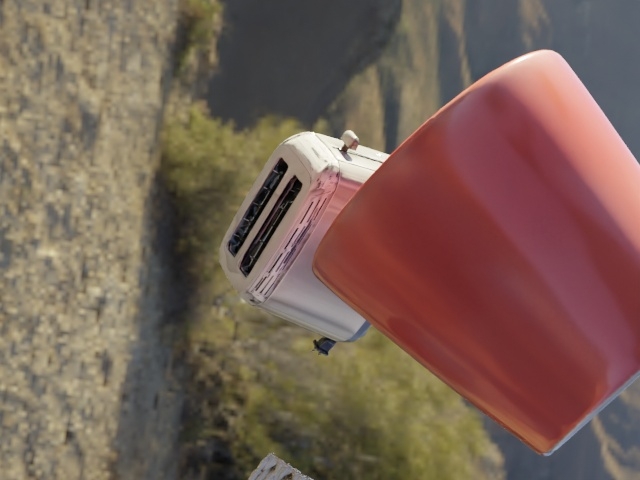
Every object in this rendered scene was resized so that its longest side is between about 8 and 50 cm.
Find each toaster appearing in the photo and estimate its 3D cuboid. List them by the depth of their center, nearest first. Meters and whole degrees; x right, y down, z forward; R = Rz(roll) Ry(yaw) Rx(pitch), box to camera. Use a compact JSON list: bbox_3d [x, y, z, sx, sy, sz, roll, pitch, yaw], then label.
[{"bbox_3d":[0.000,0.000,1.303,0.227,0.146,0.129,-57,-147,17],"label":"toaster"}]

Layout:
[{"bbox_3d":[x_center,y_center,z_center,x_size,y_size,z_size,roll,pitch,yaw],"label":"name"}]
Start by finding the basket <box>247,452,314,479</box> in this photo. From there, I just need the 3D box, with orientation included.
[{"bbox_3d":[-0.039,0.270,1.183,0.113,0.103,0.167,-53,172,-16],"label":"basket"}]

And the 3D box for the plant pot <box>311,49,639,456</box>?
[{"bbox_3d":[0.173,0.022,1.066,0.275,0.243,0.275,-39,166,-12],"label":"plant pot"}]
